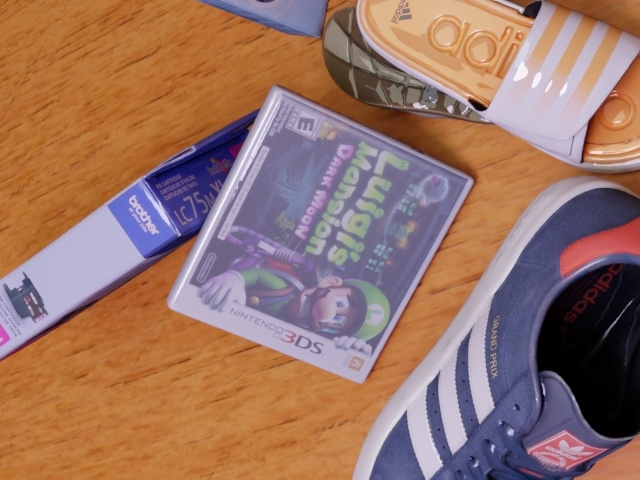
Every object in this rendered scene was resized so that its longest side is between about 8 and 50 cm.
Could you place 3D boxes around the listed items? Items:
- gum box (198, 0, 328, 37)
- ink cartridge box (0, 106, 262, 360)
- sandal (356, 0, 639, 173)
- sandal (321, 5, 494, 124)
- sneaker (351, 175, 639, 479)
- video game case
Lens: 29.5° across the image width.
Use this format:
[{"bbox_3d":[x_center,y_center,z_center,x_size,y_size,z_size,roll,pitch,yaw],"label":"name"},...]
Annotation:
[{"bbox_3d":[-0.053,-0.259,0.970,0.041,0.184,0.157,12,93,35],"label":"gum box"},{"bbox_3d":[-0.160,-0.002,1.019,0.311,0.186,0.065,-35,91,28],"label":"ink cartridge box"},{"bbox_3d":[0.133,-0.126,0.866,0.265,0.076,0.102,25,97,18],"label":"sandal"},{"bbox_3d":[0.083,-0.131,0.952,0.180,0.049,0.072,18,98,20],"label":"sandal"},{"bbox_3d":[0.133,0.130,0.810,0.350,0.131,0.148,-65,24,13],"label":"sneaker"},{"bbox_3d":[0.000,0.000,0.933,0.190,0.173,0.022,-63,18,13],"label":"video game case"}]
